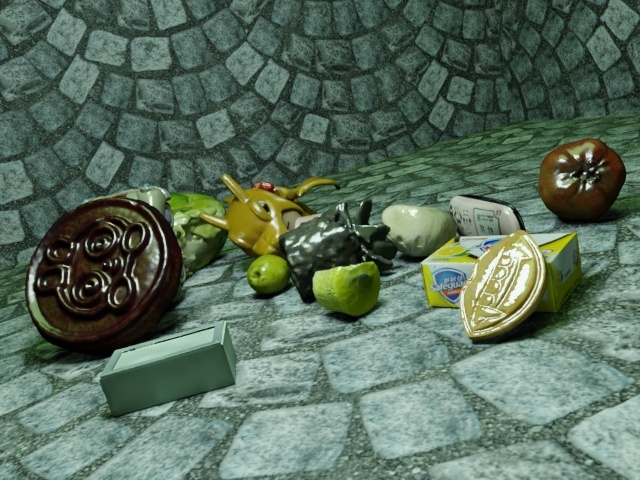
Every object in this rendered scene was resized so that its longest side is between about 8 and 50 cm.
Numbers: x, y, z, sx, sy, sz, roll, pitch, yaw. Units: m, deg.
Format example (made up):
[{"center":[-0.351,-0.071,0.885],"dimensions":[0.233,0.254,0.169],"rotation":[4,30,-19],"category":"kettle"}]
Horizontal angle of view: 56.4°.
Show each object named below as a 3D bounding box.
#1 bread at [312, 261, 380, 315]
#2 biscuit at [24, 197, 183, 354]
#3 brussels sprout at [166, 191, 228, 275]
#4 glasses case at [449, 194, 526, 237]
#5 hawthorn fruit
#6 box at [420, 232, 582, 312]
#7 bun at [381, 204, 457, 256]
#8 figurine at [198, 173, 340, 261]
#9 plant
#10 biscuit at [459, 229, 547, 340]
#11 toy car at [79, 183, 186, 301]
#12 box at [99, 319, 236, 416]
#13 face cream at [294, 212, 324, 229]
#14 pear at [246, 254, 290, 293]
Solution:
[{"center":[0.057,0.102,1.267],"dimensions":[0.129,0.111,0.114],"rotation":[-1,-1,-36],"category":"bread"},{"center":[-0.536,0.073,1.452],"dimensions":[0.407,0.407,0.091],"rotation":[-11,-25,10],"category":"biscuit"},{"center":[-0.484,-0.012,1.978],"dimensions":[0.315,0.276,0.371],"rotation":[5,26,19],"category":"brussels sprout"},{"center":[0.410,-0.047,1.489],"dimensions":[0.075,0.122,0.314],"rotation":[-23,15,-10],"category":"glasses case"},{"center":[0.665,-0.151,1.531],"dimensions":[0.208,0.208,0.248],"rotation":[-10,-6,18],"category":"hawthorn fruit"},{"center":[0.351,0.059,1.166],"dimensions":[0.265,0.097,0.168],"rotation":[-1,19,42],"category":"box"},{"center":[0.255,-0.021,1.535],"dimensions":[0.178,0.128,0.193],"rotation":[5,-2,37],"category":"bun"},{"center":[-0.170,-0.071,1.885],"dimensions":[0.401,0.268,0.387],"rotation":[4,6,24],"category":"figurine"},{"center":[0.047,0.024,1.451],"dimensions":[0.276,0.199,0.188],"rotation":[-21,20,-12],"category":"plant"},{"center":[0.314,0.077,1.024],"dimensions":[0.142,0.029,0.220],"rotation":[17,69,48],"category":"biscuit"},{"center":[-0.522,0.028,1.612],"dimensions":[0.242,0.336,0.226],"rotation":[-12,1,10],"category":"toy car"},{"center":[-0.278,0.234,1.117],"dimensions":[0.225,0.086,0.129],"rotation":[-15,13,-3],"category":"box"},{"center":[0.000,0.000,1.656],"dimensions":[0.104,0.149,0.149],"rotation":[-10,14,13],"category":"face cream"},{"center":[-0.133,0.088,1.542],"dimensions":[0.107,0.107,0.131],"rotation":[-9,3,21],"category":"pear"}]
